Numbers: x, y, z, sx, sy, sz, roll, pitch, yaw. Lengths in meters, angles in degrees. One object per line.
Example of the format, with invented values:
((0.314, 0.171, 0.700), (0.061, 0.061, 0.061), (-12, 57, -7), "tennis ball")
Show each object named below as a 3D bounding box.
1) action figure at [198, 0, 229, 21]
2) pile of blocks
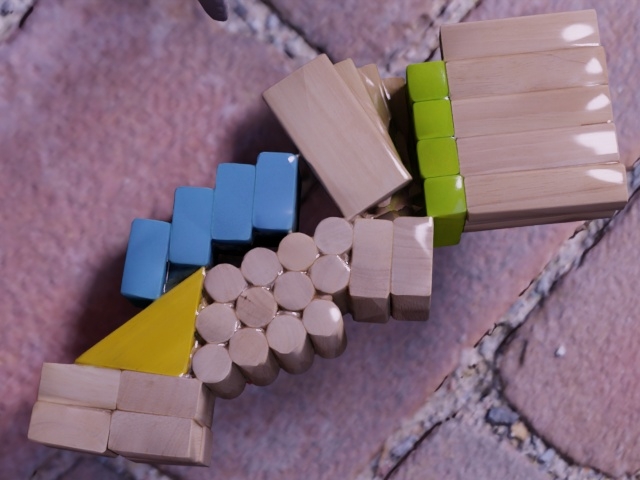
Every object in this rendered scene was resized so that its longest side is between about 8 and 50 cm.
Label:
((-0.013, -0.313, 0.714), (0.330, 0.178, 0.341), (-41, 100, -15), "action figure")
((0.000, 0.000, 0.887), (0.362, 0.149, 0.112), (-30, 168, -4), "pile of blocks")
